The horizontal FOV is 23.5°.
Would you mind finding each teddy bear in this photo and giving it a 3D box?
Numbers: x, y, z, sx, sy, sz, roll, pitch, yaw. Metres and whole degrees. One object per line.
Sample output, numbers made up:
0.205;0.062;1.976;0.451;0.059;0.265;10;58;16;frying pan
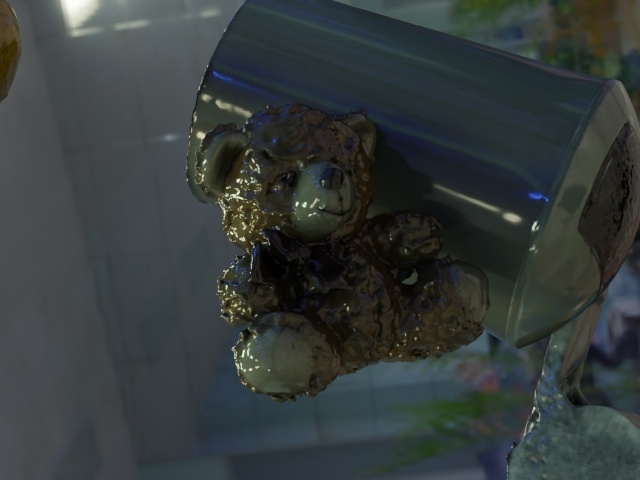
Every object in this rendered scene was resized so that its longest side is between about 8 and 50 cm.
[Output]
0.000;0.000;1.357;0.156;0.267;0.256;-16;87;56;teddy bear

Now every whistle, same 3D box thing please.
0.316;0.225;1.890;0.168;0.188;0.405;20;-126;-70;whistle

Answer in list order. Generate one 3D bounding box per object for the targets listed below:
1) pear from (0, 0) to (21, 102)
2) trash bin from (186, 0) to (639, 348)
-0.361;-0.166;1.404;0.178;0.178;0.178;-7;-90;-83;pear
0.109;-0.077;1.541;0.280;0.432;0.280;-59;-18;-32;trash bin
